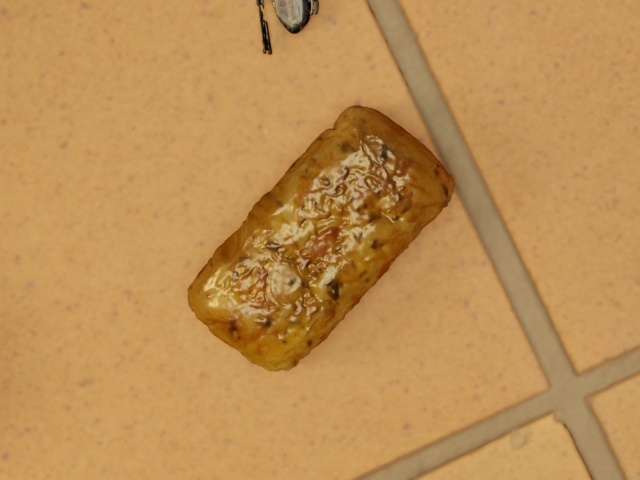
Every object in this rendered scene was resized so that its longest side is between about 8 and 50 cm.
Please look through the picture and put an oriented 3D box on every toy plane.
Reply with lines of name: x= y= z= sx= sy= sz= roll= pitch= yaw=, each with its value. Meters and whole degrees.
toy plane: x=-0.030 y=-0.203 z=1.098 sx=0.049 sy=0.031 sz=0.120 roll=-7 pitch=98 yaw=9

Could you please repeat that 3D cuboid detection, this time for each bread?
bread: x=0.000 y=0.000 z=1.091 sx=0.114 sy=0.083 sz=0.211 roll=40 pitch=96 yaw=-7
